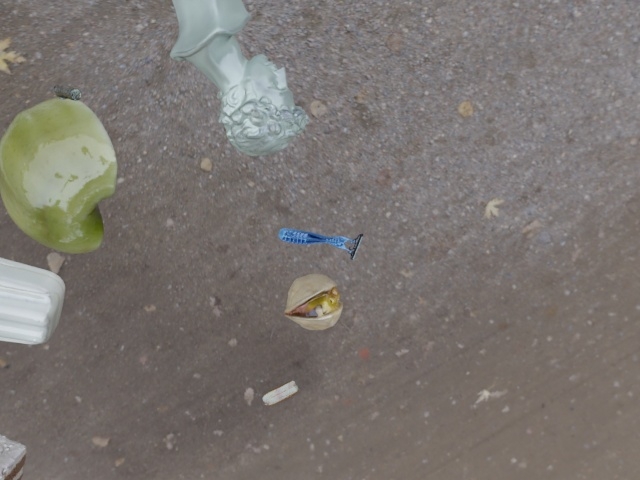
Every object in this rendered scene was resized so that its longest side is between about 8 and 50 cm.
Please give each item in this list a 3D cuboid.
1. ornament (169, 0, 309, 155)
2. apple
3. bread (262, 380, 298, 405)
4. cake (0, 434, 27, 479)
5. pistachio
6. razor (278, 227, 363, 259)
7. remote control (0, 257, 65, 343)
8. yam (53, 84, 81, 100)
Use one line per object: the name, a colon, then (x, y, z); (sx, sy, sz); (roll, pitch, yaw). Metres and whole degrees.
ornament: (-0.134, -0.257, 0.742); (0.130, 0.120, 0.285); (-25, 102, 39)
apple: (-0.652, -0.166, 1.260); (0.320, 0.360, 0.311); (-42, 154, -10)
bread: (-0.115, 0.457, 1.485); (0.109, 0.043, 0.062); (-26, 158, -2)
cake: (-0.772, 0.538, 1.150); (0.135, 0.135, 0.147); (31, 111, -5)
pistachio: (-0.019, 0.164, 1.317); (0.158, 0.229, 0.157); (1, 84, -13)
razor: (0.000, 0.000, 1.325); (0.254, 0.042, 0.081); (8, 109, -37)
remote control: (-0.359, 0.044, 0.445); (0.231, 0.049, 0.090); (15, 122, -18)
yam: (-0.473, -0.277, 0.942); (0.027, 0.130, 0.033); (-55, 133, -10)
